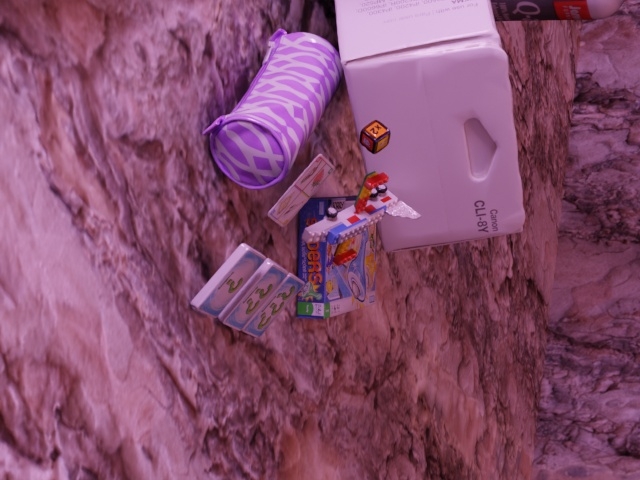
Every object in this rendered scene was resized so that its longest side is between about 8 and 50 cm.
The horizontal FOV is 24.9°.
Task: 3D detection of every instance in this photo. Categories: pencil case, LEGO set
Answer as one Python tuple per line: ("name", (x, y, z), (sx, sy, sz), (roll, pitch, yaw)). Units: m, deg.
("pencil case", (-0.041, -0.134, 1.423), (0.088, 0.086, 0.206), (47, 34, -16))
("LEGO set", (0.000, 0.000, 1.402), (0.244, 0.060, 0.182), (-49, 158, 1))

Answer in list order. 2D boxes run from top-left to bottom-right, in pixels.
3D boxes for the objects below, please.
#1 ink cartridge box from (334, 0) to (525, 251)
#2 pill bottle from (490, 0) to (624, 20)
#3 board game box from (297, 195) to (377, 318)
("ink cartridge box", (0.108, -0.220, 1.581), (0.384, 0.161, 0.279), (-94, 172, -45))
("pill bottle", (0.317, -0.410, 2.016), (0.210, 0.363, 0.210), (2, 90, -71))
("board game box", (0.022, 0.015, 1.697), (0.201, 0.035, 0.136), (-10, 101, -71))
